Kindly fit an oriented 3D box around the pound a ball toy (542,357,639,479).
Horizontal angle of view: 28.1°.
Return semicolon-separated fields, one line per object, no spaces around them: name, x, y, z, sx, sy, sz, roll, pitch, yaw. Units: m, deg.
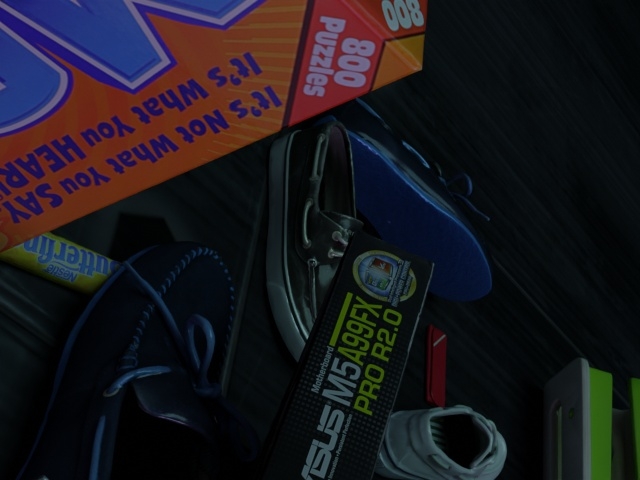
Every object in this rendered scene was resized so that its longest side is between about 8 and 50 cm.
pound a ball toy;0.339;0.310;1.369;0.208;0.136;0.319;15;55;-12

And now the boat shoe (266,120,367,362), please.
boat shoe;0.000;0.000;1.096;0.078;0.070;0.219;21;58;-51

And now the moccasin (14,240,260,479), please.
moccasin;-0.106;0.138;0.816;0.138;0.117;0.342;52;39;-36

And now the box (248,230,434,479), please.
box;-0.015;0.160;0.837;0.060;0.270;0.216;22;45;-1

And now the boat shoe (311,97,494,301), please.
boat shoe;0.094;-0.047;1.232;0.258;0.109;0.089;52;34;-32

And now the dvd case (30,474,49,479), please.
dvd case;-0.155;0.248;0.669;0.221;0.164;0.018;60;1;-18

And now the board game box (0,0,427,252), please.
board game box;-0.182;-0.256;0.663;0.356;0.356;0.356;38;45;-38

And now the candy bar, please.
candy bar;-0.185;0.008;0.861;0.161;0.018;0.040;29;52;-47

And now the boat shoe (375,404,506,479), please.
boat shoe;0.130;0.196;1.193;0.226;0.076;0.083;10;67;-55

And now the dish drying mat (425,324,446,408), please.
dish drying mat;0.115;0.126;1.268;0.032;0.008;0.083;38;45;-43
